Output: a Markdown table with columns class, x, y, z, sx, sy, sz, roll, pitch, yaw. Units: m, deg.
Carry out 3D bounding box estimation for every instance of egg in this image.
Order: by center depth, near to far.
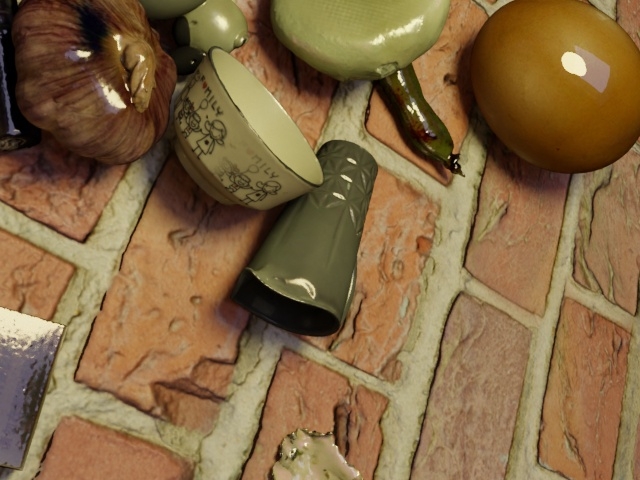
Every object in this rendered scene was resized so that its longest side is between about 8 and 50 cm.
| class | x | y | z | sx | sy | sz | roll | pitch | yaw |
| --- | --- | --- | --- | --- | --- | --- | --- | --- | --- |
| egg | 0.429 | -0.280 | 1.362 | 0.351 | 0.282 | 0.282 | 42 | 61 | -7 |

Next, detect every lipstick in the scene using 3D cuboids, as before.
| class | x | y | z | sx | sy | sz | roll | pitch | yaw |
| --- | --- | --- | --- | --- | --- | --- | --- | --- | --- |
| lipstick | -0.408 | -0.260 | 0.941 | 0.081 | 0.081 | 0.300 | -9 | 87 | -34 |

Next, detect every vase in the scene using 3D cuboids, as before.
| class | x | y | z | sx | sy | sz | roll | pitch | yaw |
| --- | --- | --- | --- | --- | --- | --- | --- | --- | --- |
| vase | 0.000 | 0.000 | 1.123 | 0.251 | 0.156 | 0.301 | 55 | 46 | -44 |

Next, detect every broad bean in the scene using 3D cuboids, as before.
| class | x | y | z | sx | sy | sz | roll | pitch | yaw |
| --- | --- | --- | --- | --- | --- | --- | --- | --- | --- |
| broad bean | 0.153 | -0.247 | 1.309 | 0.077 | 0.061 | 0.339 | -37 | 101 | -38 |

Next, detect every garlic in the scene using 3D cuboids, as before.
| class | x | y | z | sx | sy | sz | roll | pitch | yaw |
| --- | --- | --- | --- | --- | --- | --- | --- | --- | --- |
| garlic | -0.267 | -0.216 | 0.939 | 0.245 | 0.160 | 0.245 | 36 | 46 | -49 |

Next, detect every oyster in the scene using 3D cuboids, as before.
| class | x | y | z | sx | sy | sz | roll | pitch | yaw |
| --- | --- | --- | --- | --- | --- | --- | --- | --- | --- |
| oyster | 0.007 | 0.373 | 1.092 | 0.209 | 0.072 | 0.133 | 45 | 65 | 6 |

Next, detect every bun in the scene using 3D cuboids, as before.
| class | x | y | z | sx | sy | sz | roll | pitch | yaw |
| --- | --- | --- | --- | --- | --- | --- | --- | --- | --- |
| bun | 0.065 | -0.362 | 1.205 | 0.283 | 0.179 | 0.283 | -1 | 69 | 2 |

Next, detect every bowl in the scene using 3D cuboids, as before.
| class | x | y | z | sx | sy | sz | roll | pitch | yaw |
| --- | --- | --- | --- | --- | --- | --- | --- | --- | --- |
| bowl | -0.112 | -0.133 | 1.034 | 0.238 | 0.126 | 0.238 | 46 | 17 | -18 |

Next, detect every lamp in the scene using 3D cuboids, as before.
| class | x | y | z | sx | sy | sz | roll | pitch | yaw |
| --- | --- | --- | --- | --- | --- | --- | --- | --- | --- |
| lamp | -0.198 | -0.370 | 1.050 | 0.198 | 0.197 | 0.244 | -51 | 130 | -29 |

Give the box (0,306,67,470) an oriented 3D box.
| class | x | y | z | sx | sy | sz | roll | pitch | yaw |
| --- | --- | --- | --- | --- | --- | --- | --- | --- | --- |
| box | -0.470 | 0.136 | 0.841 | 0.325 | 0.047 | 0.180 | 22 | 69 | -28 |
